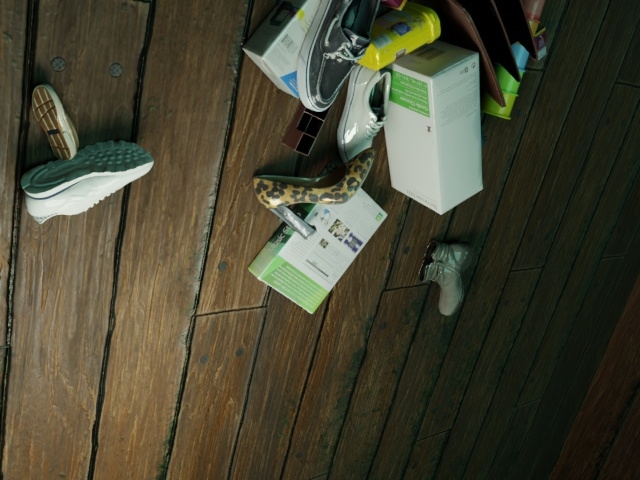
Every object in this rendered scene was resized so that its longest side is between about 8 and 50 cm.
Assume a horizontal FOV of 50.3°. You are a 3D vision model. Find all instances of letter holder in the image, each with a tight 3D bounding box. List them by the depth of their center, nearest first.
[{"bbox_3d":[0.395,-0.483,1.551,0.152,0.214,0.302,-32,136,9],"label":"letter holder"}]

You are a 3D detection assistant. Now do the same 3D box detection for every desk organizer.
[{"bbox_3d":[-0.028,-0.254,1.476,0.047,0.050,0.130,16,104,-45],"label":"desk organizer"}]

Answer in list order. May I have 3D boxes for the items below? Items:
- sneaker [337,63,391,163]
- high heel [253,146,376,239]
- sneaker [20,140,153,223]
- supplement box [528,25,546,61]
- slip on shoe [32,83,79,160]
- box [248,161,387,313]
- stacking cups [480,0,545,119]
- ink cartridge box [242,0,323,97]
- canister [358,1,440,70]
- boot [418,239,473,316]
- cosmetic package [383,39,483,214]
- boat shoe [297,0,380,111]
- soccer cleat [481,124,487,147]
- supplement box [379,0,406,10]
[{"bbox_3d":[0.102,-0.274,1.545,0.094,0.091,0.258,-16,125,-33],"label":"sneaker"},{"bbox_3d":[-0.013,-0.149,1.496,0.186,0.093,0.261,42,92,-20],"label":"high heel"},{"bbox_3d":[-0.413,-0.106,1.227,0.235,0.090,0.095,-21,141,-26],"label":"sneaker"},{"bbox_3d":[0.566,-0.527,1.814,0.043,0.055,0.083,-38,135,-18],"label":"supplement box"},{"bbox_3d":[-0.445,-0.204,1.159,0.041,0.051,0.135,-65,147,-53],"label":"slip on shoe"},{"bbox_3d":[0.000,0.000,1.656,0.322,0.058,0.232,-53,136,-3],"label":"box"},{"bbox_3d":[0.500,-0.480,1.773,0.096,0.096,0.316,3,109,-42],"label":"stacking cups"},{"bbox_3d":[-0.028,-0.419,1.354,0.231,0.078,0.134,-51,137,-3],"label":"ink cartridge box"},{"bbox_3d":[0.152,-0.439,1.464,0.170,0.126,0.073,-33,133,-18],"label":"canister"},{"bbox_3d":[0.350,0.111,2.020,0.161,0.083,0.246,-2,111,-32],"label":"boot"},{"bbox_3d":[0.264,-0.272,1.613,0.155,0.197,0.365,-30,130,-23],"label":"cosmetic package"},{"bbox_3d":[0.046,-0.386,1.306,0.108,0.102,0.301,5,112,-43],"label":"boat shoe"},{"bbox_3d":[0.337,-0.307,1.729,0.121,0.093,0.289,-42,135,-4],"label":"soccer cleat"},{"bbox_3d":[0.116,-0.568,1.383,0.188,0.081,0.104,27,97,-46],"label":"supplement box"}]
